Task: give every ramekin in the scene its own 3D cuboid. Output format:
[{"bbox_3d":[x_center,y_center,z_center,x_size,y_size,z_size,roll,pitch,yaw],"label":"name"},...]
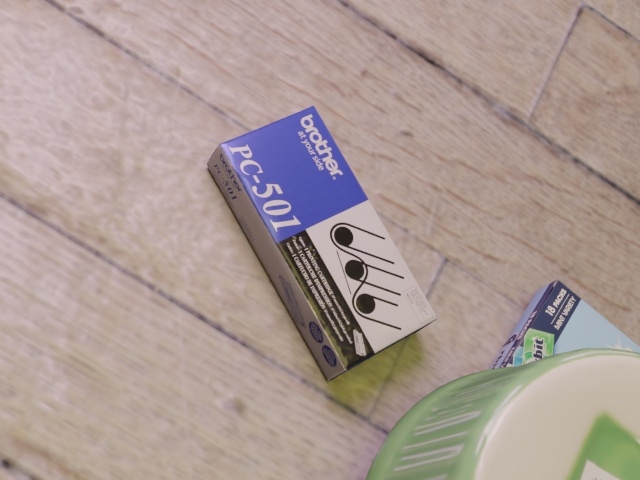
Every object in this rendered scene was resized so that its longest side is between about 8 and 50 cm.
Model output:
[{"bbox_3d":[0.189,0.223,0.776,0.303,0.148,0.304,7,69,-17],"label":"ramekin"}]

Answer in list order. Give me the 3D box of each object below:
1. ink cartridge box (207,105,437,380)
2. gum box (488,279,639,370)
[{"bbox_3d":[0.000,0.000,0.893,0.097,0.046,0.207,-26,81,-28],"label":"ink cartridge box"},{"bbox_3d":[0.228,0.151,0.925,0.184,0.041,0.157,39,63,-4],"label":"gum box"}]
